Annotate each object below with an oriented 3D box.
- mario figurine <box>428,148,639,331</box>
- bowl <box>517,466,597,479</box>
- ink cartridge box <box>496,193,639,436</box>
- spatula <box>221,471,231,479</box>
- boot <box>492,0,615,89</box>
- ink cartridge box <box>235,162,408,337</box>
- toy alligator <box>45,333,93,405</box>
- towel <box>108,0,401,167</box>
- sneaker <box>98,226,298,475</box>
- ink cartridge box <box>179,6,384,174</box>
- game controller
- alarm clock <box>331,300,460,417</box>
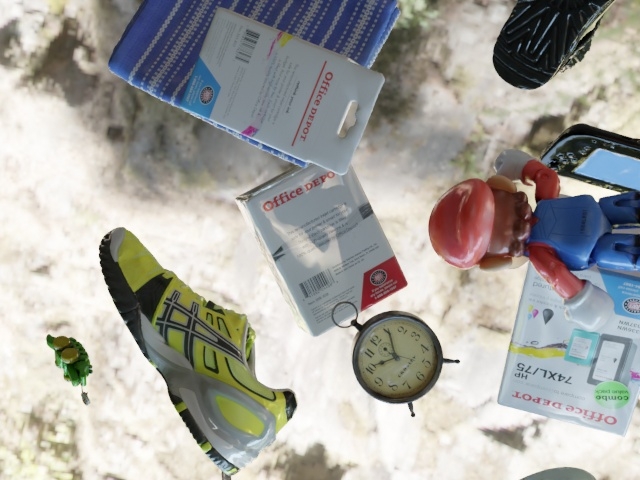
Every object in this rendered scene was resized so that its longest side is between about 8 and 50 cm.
[{"bbox_3d":[0.295,-0.006,1.336,0.320,0.170,0.198,4,-148,17],"label":"mario figurine"},{"bbox_3d":[0.355,0.515,1.732,0.134,0.297,0.298,54,-158,-9],"label":"bowl"},{"bbox_3d":[0.388,0.106,1.562,0.198,0.270,0.197,13,-146,11],"label":"ink cartridge box"},{"bbox_3d":[-0.153,0.348,1.771,0.084,0.297,0.030,9,177,-24],"label":"spatula"},{"bbox_3d":[0.390,-0.383,1.572,0.131,0.348,0.260,42,-151,8],"label":"boot"},{"bbox_3d":[0.000,0.000,1.871,0.197,0.273,0.114,-28,-168,-12],"label":"ink cartridge box"},{"bbox_3d":[-0.415,0.215,1.830,0.051,0.056,0.189,-19,-138,-28],"label":"toy alligator"},{"bbox_3d":[-0.094,-0.260,1.355,0.336,0.243,0.040,28,173,25],"label":"towel"},{"bbox_3d":[-0.173,0.131,1.473,0.385,0.147,0.145,54,173,15],"label":"sneaker"},{"bbox_3d":[-0.029,-0.139,1.017,0.181,0.104,0.061,25,-172,16],"label":"ink cartridge box"},{"bbox_3d":[0.587,-0.142,2.042,0.319,0.067,0.166,14,163,-10],"label":"game controller"},{"bbox_3d":[0.093,0.153,1.527,0.192,0.129,0.064,40,-177,-8],"label":"alarm clock"}]
